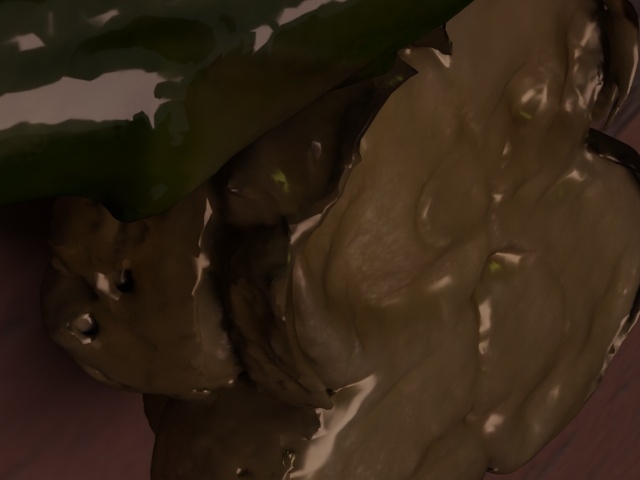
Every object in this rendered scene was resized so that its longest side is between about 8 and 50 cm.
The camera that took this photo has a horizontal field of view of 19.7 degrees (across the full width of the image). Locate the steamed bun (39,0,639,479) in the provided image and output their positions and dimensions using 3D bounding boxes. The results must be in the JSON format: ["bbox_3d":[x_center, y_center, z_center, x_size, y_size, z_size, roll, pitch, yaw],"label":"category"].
[{"bbox_3d":[0.000,0.000,0.498,0.192,0.106,0.177,-52,143,-14],"label":"steamed bun"}]

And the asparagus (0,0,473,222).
[{"bbox_3d":[-0.081,-0.037,0.349,0.343,0.082,0.085,-19,125,-27],"label":"asparagus"}]
